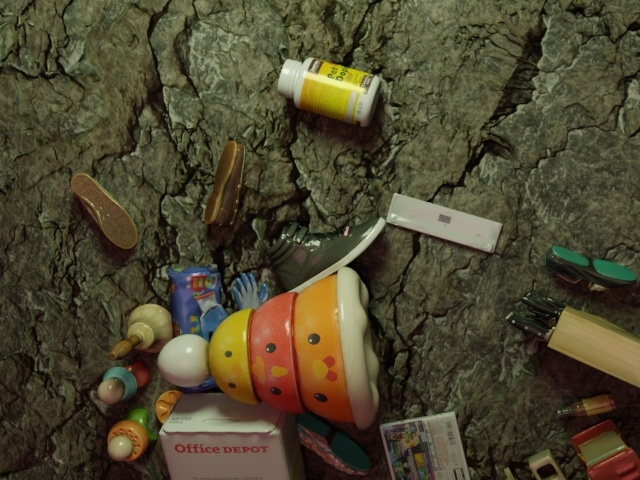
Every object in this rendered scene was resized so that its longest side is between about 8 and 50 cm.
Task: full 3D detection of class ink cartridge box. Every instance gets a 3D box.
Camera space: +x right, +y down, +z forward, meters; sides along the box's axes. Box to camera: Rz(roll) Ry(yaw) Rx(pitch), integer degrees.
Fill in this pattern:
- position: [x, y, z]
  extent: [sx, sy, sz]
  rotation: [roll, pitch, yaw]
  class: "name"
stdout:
- position: [-0.184, 0.551, 1.820]
  extent: [0.280, 0.160, 0.384]
  rotation: [-3, 114, 11]
  class: "ink cartridge box"

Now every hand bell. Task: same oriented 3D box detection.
- position: [-0.438, 0.235, 1.823]
  extent: [0.126, 0.242, 0.126]
  rotation: [1, 98, 10]
  class: "hand bell"

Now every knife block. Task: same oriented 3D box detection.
- position: [0.545, 0.203, 1.671]
  extent: [0.242, 0.276, 0.088]
  rotation: [15, 102, -23]
  class: "knife block"

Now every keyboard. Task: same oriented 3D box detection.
- position: [0.282, -0.040, 1.789]
  extent: [0.256, 0.014, 0.072]
  rotation: [17, 95, 6]
  class: "keyboard"

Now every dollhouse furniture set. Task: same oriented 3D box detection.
- position: [0.542, 0.568, 1.736]
  extent: [0.374, 0.201, 0.152]
  rotation: [-31, 92, 11]
  class: "dollhouse furniture set"

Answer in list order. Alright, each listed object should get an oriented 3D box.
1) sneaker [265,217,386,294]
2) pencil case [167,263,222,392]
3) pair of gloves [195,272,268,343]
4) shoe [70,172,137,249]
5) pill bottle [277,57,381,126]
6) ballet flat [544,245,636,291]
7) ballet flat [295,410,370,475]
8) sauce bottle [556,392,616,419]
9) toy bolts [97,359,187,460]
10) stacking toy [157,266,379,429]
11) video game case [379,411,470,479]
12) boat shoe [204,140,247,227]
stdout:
- position: [0.000, 0.000, 1.789]
  extent: [0.296, 0.104, 0.146]
  rotation: [-34, 97, 16]
  class: "sneaker"
- position: [-0.290, 0.204, 1.860]
  extent: [0.133, 0.119, 0.305]
  rotation: [-7, 98, -35]
  class: "pencil case"
- position: [-0.199, 0.170, 1.832]
  extent: [0.198, 0.023, 0.159]
  rotation: [-26, 109, -29]
  class: "pair of gloves"
- position: [-0.518, -0.072, 1.892]
  extent: [0.077, 0.058, 0.219]
  rotation: [-37, 95, -8]
  class: "shoe"
- position: [0.019, -0.335, 1.734]
  extent: [0.215, 0.117, 0.117]
  rotation: [17, 100, 6]
  class: "pill bottle"
- position: [0.592, 0.071, 1.732]
  extent: [0.203, 0.074, 0.074]
  rotation: [18, 100, 0]
  class: "ballet flat"
- position: [0.011, 0.489, 1.881]
  extent: [0.241, 0.091, 0.077]
  rotation: [36, 132, 7]
  class: "ballet flat"
- position: [0.605, 0.380, 1.781]
  extent: [0.128, 0.042, 0.042]
  rotation: [-14, 95, 11]
  class: "sauce bottle"
- position: [-0.440, 0.406, 1.889]
  extent: [0.218, 0.158, 0.228]
  rotation: [-23, 94, 11]
  class: "toy bolts"
- position: [-0.120, 0.258, 1.707]
  extent: [0.480, 0.350, 0.350]
  rotation: [-8, 97, 6]
  class: "stacking toy"
- position: [0.253, 0.520, 1.866]
  extent: [0.184, 0.023, 0.201]
  rotation: [-13, 97, 10]
  class: "video game case"
- position: [-0.211, -0.129, 1.830]
  extent: [0.073, 0.073, 0.206]
  rotation: [11, 106, -31]
  class: "boat shoe"
